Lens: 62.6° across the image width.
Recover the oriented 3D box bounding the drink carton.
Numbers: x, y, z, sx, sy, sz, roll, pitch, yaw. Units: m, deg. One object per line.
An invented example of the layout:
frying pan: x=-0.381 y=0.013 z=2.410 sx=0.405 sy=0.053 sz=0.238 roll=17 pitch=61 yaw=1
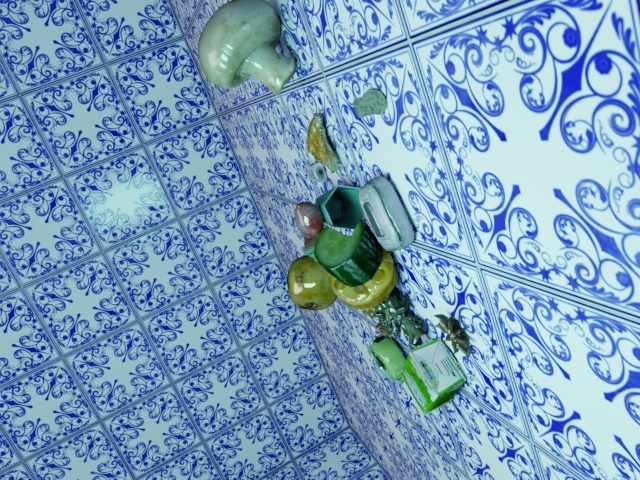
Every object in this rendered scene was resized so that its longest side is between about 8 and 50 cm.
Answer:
drink carton: x=0.345 y=0.424 z=1.627 sx=0.161 sy=0.108 sz=0.271 roll=60 pitch=167 yaw=27

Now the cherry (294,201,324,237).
cherry: x=-0.021 y=-0.040 z=1.696 sx=0.107 sy=0.090 sz=0.226 roll=38 pitch=163 yaw=45

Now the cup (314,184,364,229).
cup: x=0.053 y=-0.102 z=1.727 sx=0.134 sy=0.148 sz=0.235 roll=39 pitch=172 yaw=-11

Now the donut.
donut: x=0.132 y=0.105 z=1.643 sx=0.227 sy=0.226 sz=0.114 roll=53 pitch=-176 yaw=39

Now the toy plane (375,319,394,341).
toy plane: x=0.235 y=0.317 z=1.967 sx=0.135 sy=0.062 sz=0.188 roll=63 pitch=180 yaw=7

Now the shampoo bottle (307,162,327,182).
shampoo bottle: x=-0.015 y=-0.245 z=1.903 sx=0.072 sy=0.043 sz=0.099 roll=68 pitch=166 yaw=-14

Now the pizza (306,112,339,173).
pizza: x=0.015 y=-0.295 z=1.687 sx=0.195 sy=0.052 sz=0.185 roll=63 pitch=160 yaw=23

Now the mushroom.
mushroom: x=-0.216 y=-0.575 z=1.613 sx=0.290 sy=0.297 sz=0.297 roll=43 pitch=166 yaw=-3

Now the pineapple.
pineapple: x=0.221 y=0.220 z=1.695 sx=0.310 sy=0.141 sz=0.170 roll=44 pitch=132 yaw=37

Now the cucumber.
cucumber: x=0.078 y=0.039 z=1.568 sx=0.130 sy=0.191 sz=0.191 roll=46 pitch=-178 yaw=-42

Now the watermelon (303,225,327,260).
watermelon: x=0.000 y=0.000 z=2.143 sx=0.241 sy=0.154 sz=0.095 roll=-113 pitch=5 yaw=-60

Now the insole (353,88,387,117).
insole: x=0.121 y=-0.339 z=1.310 sx=0.065 sy=0.006 sz=0.193 roll=67 pitch=166 yaw=-11

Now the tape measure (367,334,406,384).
tape measure: x=0.256 y=0.448 z=1.998 sx=0.200 sy=0.106 sz=0.175 roll=53 pitch=166 yaw=32

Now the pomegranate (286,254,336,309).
pomegranate: x=-0.033 y=0.190 z=2.360 sx=0.260 sy=0.260 sz=0.260 roll=58 pitch=165 yaw=25

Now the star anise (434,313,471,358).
star anise: x=0.357 y=0.250 z=1.407 sx=0.141 sy=0.042 sz=0.141 roll=54 pitch=162 yaw=26

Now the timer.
timer: x=0.177 y=-0.069 z=1.457 sx=0.209 sy=0.069 sz=0.191 roll=63 pitch=169 yaw=1
